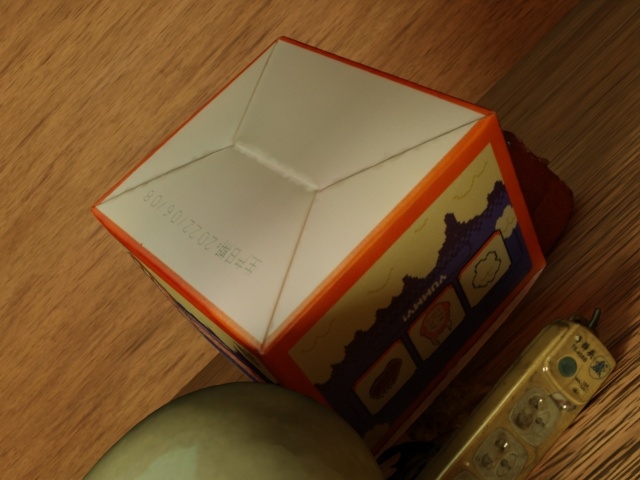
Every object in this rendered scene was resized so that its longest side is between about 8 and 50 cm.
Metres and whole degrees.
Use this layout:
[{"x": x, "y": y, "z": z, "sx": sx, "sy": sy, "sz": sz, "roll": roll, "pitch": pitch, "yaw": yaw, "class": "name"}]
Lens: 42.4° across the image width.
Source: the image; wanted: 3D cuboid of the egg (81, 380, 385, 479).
[{"x": -0.086, "y": 0.269, "z": 0.605, "sx": 0.352, "sy": 0.258, "sz": 0.258, "roll": -58, "pitch": 3, "yaw": 15, "class": "egg"}]

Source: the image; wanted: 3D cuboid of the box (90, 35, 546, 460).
[{"x": 0.000, "y": 0.000, "z": 0.909, "sx": 0.318, "sy": 0.257, "sz": 0.348, "roll": -47, "pitch": 45, "yaw": -13, "class": "box"}]

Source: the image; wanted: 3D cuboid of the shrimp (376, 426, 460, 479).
[{"x": 0.065, "y": 0.255, "z": 0.764, "sx": 0.219, "sy": 0.046, "sz": 0.152, "roll": -49, "pitch": 9, "yaw": -16, "class": "shrimp"}]

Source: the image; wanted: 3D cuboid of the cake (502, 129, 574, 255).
[{"x": 0.200, "y": -0.004, "z": 1.101, "sx": 0.283, "sy": 0.151, "sz": 0.177, "roll": -43, "pitch": 21, "yaw": 16, "class": "cake"}]

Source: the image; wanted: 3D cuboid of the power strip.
[{"x": 0.148, "y": 0.172, "z": 0.689, "sx": 0.305, "sy": 0.064, "sz": 0.044, "roll": -47, "pitch": 10, "yaw": -11, "class": "power strip"}]

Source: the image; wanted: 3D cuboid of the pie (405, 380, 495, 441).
[{"x": 0.134, "y": 0.179, "z": 0.872, "sx": 0.092, "sy": 0.034, "sz": 0.170, "roll": -50, "pitch": 15, "yaw": -19, "class": "pie"}]
